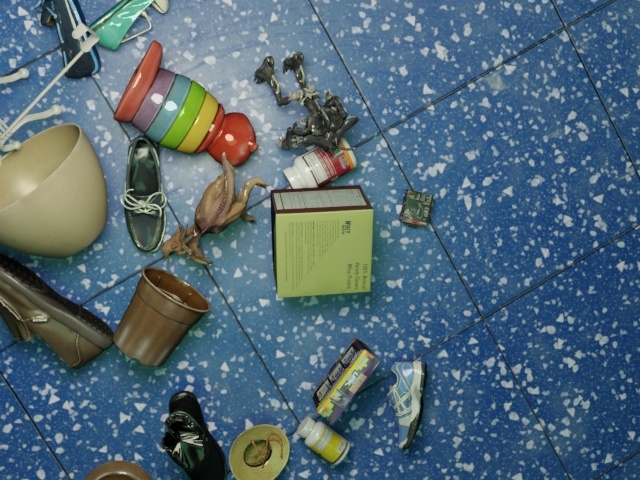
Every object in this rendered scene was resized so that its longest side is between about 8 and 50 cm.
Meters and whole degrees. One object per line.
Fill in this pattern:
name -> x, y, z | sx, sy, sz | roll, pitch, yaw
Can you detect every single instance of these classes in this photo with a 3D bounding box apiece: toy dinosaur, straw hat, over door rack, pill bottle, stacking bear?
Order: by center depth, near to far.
over door rack -> -0.602, -0.373, 1.467 | 0.239, 0.108, 0.324 | 46, 108, 7
toy dinosaur -> -0.222, -0.049, 1.513 | 0.127, 0.295, 0.200 | 39, 59, 2
stacking bear -> -0.268, -0.256, 1.538 | 0.289, 0.175, 0.164 | 27, 62, -21
pill bottle -> -0.003, -0.163, 1.612 | 0.152, 0.086, 0.086 | -29, 97, -4
straw hat -> -0.146, 0.479, 1.654 | 0.145, 0.061, 0.144 | 0, 90, -24
pill bottle -> 0.005, 0.455, 1.670 | 0.116, 0.065, 0.065 | 39, 89, -8

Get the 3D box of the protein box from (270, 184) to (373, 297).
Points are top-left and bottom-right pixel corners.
protein box -> 0.000, 0.000, 1.569 | 0.201, 0.136, 0.199 | -3, 117, -7

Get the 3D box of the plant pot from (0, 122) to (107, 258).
plant pot -> -0.543, -0.075, 1.477 | 0.284, 0.284, 0.191 | -36, 125, -4

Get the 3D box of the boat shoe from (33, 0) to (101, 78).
boat shoe -> -0.541, -0.463, 1.510 | 0.089, 0.109, 0.258 | -20, 94, -2

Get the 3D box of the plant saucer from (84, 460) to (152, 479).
plant saucer -> -0.455, 0.579, 1.638 | 0.169, 0.029, 0.168 | 0, 94, -8

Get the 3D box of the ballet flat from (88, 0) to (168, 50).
ballet flat -> -0.378, -0.498, 1.550 | 0.247, 0.083, 0.087 | -45, 123, -2

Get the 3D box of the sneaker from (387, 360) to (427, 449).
sneaker -> 0.196, 0.378, 1.693 | 0.081, 0.080, 0.211 | 7, 93, 14

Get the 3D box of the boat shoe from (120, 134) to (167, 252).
boat shoe -> -0.377, -0.098, 1.571 | 0.095, 0.079, 0.254 | 3, 94, -8

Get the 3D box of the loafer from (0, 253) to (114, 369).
loafer -> -0.615, 0.151, 1.530 | 0.366, 0.134, 0.130 | 37, 89, -8

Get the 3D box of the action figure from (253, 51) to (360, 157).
action figure -> -0.024, -0.271, 1.566 | 0.164, 0.141, 0.275 | -27, 73, -14

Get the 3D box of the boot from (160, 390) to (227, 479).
boot -> -0.269, 0.456, 1.562 | 0.094, 0.207, 0.246 | -19, 97, -6

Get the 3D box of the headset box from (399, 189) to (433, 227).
headset box -> 0.219, -0.070, 1.675 | 0.062, 0.032, 0.083 | 10, 94, -8

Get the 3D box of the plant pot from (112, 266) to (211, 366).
plant pot -> -0.347, 0.170, 1.561 | 0.167, 0.167, 0.165 | 31, 97, -9

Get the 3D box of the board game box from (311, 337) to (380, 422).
board game box -> 0.054, 0.308, 1.627 | 0.048, 0.141, 0.170 | 37, 90, -8
